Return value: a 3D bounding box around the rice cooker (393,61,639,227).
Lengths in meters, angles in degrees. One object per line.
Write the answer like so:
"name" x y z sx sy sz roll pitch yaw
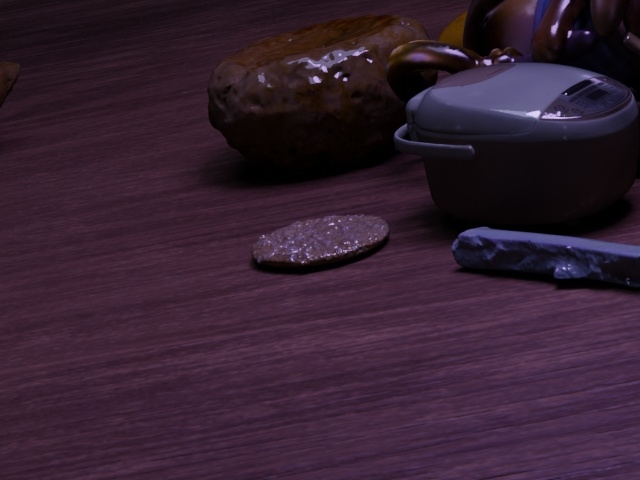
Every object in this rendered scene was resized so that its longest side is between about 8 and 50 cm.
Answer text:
"rice cooker" 0.166 -0.080 1.602 0.206 0.127 0.145 -1 19 40

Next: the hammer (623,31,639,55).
"hammer" 0.324 -0.115 1.593 0.182 0.017 0.062 36 23 -3

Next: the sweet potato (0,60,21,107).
"sweet potato" -0.544 -0.129 2.212 0.423 0.130 0.130 -18 16 6

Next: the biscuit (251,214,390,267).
"biscuit" 0.000 0.000 1.627 0.120 0.015 0.120 -9 16 3

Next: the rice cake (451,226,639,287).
"rice cake" 0.173 0.012 1.455 0.180 0.030 0.042 7 19 44

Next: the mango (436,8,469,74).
"mango" 0.242 -0.224 2.034 0.253 0.113 0.138 -15 17 -6

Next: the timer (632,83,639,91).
"timer" 0.375 -0.174 1.908 0.128 0.047 0.140 -22 20 -37

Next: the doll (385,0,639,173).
"doll" 0.258 -0.170 1.752 0.318 0.209 0.340 11 3 -35

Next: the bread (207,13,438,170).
"bread" 0.003 -0.143 1.907 0.230 0.123 0.230 -15 17 5
